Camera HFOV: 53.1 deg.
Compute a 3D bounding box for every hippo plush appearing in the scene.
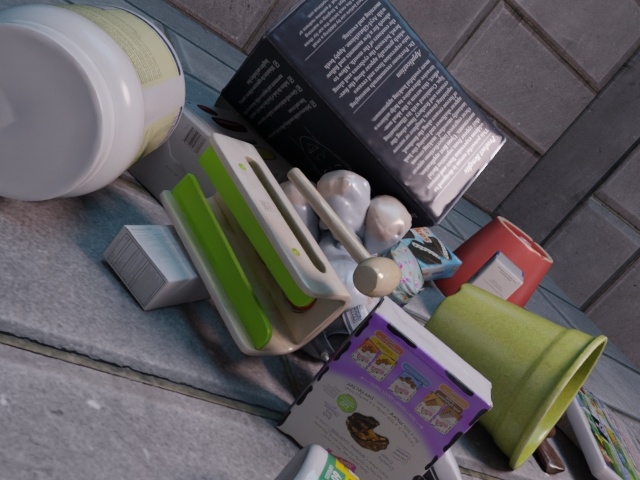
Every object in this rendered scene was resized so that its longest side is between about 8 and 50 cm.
[{"bbox_3d":[-0.007,0.058,0.991,0.234,0.294,0.236,19,46,-2],"label":"hippo plush"}]

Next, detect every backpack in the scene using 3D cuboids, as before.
[{"bbox_3d":[0.145,0.073,1.323,0.152,0.115,0.182,52,24,2],"label":"backpack"}]

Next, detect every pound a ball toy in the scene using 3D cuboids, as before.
[{"bbox_3d":[-0.043,-0.004,0.823,0.136,0.208,0.319,12,38,-56],"label":"pound a ball toy"}]

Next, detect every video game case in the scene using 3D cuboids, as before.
[{"bbox_3d":[0.636,0.452,1.393,0.300,0.036,0.329,41,22,-17],"label":"video game case"}]

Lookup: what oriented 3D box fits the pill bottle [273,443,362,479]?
[{"bbox_3d":[0.038,0.292,0.572,0.208,0.117,0.117,40,17,2],"label":"pill bottle"}]

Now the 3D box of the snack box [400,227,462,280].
[{"bbox_3d":[0.210,-0.020,1.723,0.187,0.060,0.322,-5,44,-45],"label":"snack box"}]

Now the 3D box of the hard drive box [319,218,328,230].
[{"bbox_3d":[0.056,-0.098,1.406,0.089,0.181,0.232,34,5,29],"label":"hard drive box"}]

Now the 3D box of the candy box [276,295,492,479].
[{"bbox_3d":[0.073,0.194,0.756,0.165,0.196,0.070,40,18,4],"label":"candy box"}]

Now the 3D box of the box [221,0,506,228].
[{"bbox_3d":[0.062,-0.218,1.117,0.395,0.212,0.293,46,-18,-13],"label":"box"}]

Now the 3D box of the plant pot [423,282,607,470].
[{"bbox_3d":[0.321,0.215,1.149,0.254,0.276,0.276,36,14,29],"label":"plant pot"}]

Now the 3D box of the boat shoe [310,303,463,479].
[{"bbox_3d":[0.091,0.234,0.860,0.301,0.102,0.108,58,7,-10],"label":"boat shoe"}]

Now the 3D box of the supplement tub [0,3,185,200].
[{"bbox_3d":[-0.330,-0.193,0.860,0.235,0.235,0.325,35,18,-10],"label":"supplement tub"}]

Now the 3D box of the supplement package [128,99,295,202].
[{"bbox_3d":[-0.186,-0.127,1.120,0.194,0.149,0.203,43,19,16],"label":"supplement package"}]

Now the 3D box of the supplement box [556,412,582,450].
[{"bbox_3d":[0.576,0.428,1.437,0.098,0.036,0.062,47,19,20],"label":"supplement box"}]

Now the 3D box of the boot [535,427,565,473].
[{"bbox_3d":[0.444,0.404,1.234,0.106,0.037,0.114,12,25,-29],"label":"boot"}]

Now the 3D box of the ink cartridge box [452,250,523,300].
[{"bbox_3d":[0.375,0.130,1.508,0.086,0.203,0.148,43,18,8],"label":"ink cartridge box"}]

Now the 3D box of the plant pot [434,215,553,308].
[{"bbox_3d":[0.488,0.084,1.780,0.275,0.243,0.275,34,19,-13],"label":"plant pot"}]

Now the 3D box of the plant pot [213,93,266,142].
[{"bbox_3d":[-0.052,-0.252,1.523,0.280,0.323,0.323,60,21,9],"label":"plant pot"}]

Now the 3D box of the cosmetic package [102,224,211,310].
[{"bbox_3d":[-0.178,0.031,0.890,0.099,0.060,0.239,50,20,16],"label":"cosmetic package"}]
